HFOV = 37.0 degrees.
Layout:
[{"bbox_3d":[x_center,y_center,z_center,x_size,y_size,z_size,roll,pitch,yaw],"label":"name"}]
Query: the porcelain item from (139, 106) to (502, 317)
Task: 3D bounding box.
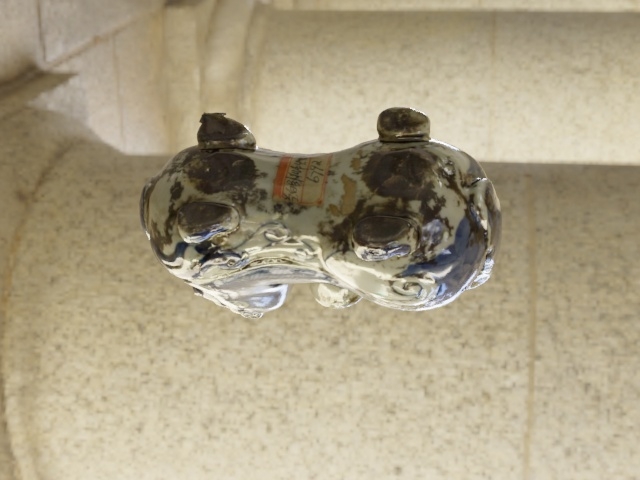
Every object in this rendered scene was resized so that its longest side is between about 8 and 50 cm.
[{"bbox_3d":[0.000,0.000,0.769,0.186,0.288,0.138,74,20,-52],"label":"porcelain item"}]
